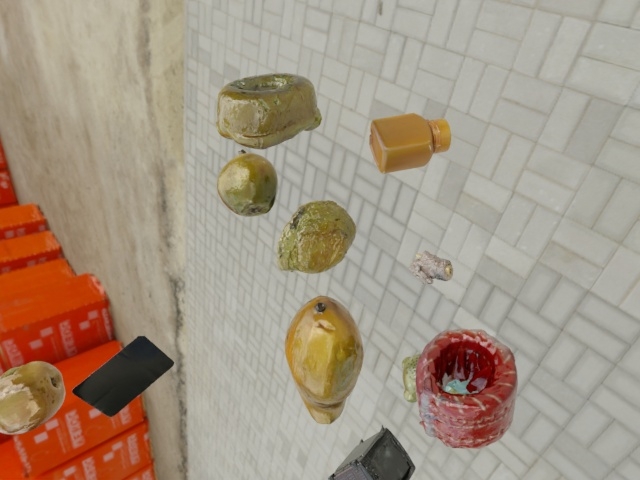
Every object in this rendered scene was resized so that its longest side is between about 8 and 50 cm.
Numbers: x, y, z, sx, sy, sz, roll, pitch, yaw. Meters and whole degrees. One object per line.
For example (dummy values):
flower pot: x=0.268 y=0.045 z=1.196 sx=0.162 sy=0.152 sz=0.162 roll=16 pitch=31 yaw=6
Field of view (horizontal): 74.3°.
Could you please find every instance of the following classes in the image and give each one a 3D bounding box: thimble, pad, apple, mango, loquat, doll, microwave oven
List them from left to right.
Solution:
apple: x=-0.783 y=0.414 z=1.131 sx=0.199 sy=0.199 sz=0.200 roll=25 pitch=124 yaw=44
pad: x=-0.377 y=0.264 z=0.818 sx=0.003 sy=0.157 sz=0.112 roll=33 pitch=158 yaw=49
loquat: x=-0.242 y=-0.203 z=1.422 sx=0.213 sy=0.213 sz=0.246 roll=-45 pitch=52 yaw=50
mango: x=0.003 y=0.238 z=0.842 sx=0.360 sy=0.143 sz=0.187 roll=94 pitch=165 yaw=-52
microwave oven: x=0.177 y=0.772 z=1.404 sx=0.178 sy=0.247 sz=0.188 roll=50 pitch=119 yaw=16
doll: x=0.422 y=0.489 z=1.517 sx=0.260 sy=0.177 sz=0.162 roll=-13 pitch=134 yaw=20
thimble: x=0.256 y=0.253 z=0.741 sx=0.162 sy=0.189 sz=0.125 roll=10 pitch=126 yaw=31

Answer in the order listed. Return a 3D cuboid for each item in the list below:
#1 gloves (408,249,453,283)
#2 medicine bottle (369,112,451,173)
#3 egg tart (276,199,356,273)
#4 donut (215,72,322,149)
gloves: x=0.362 y=0.097 z=1.396 sx=0.110 sy=0.094 sz=0.144 roll=43 pitch=147 yaw=-20
medicine bottle: x=0.270 y=-0.300 z=1.278 sx=0.112 sy=0.221 sz=0.150 roll=88 pitch=170 yaw=-56
egg tart: x=0.000 y=0.000 z=1.729 sx=0.153 sy=0.351 sz=0.340 roll=41 pitch=119 yaw=55
donut: x=-0.132 y=-0.321 z=1.024 sx=0.208 sy=0.261 sz=0.128 roll=28 pitch=135 yaw=33
